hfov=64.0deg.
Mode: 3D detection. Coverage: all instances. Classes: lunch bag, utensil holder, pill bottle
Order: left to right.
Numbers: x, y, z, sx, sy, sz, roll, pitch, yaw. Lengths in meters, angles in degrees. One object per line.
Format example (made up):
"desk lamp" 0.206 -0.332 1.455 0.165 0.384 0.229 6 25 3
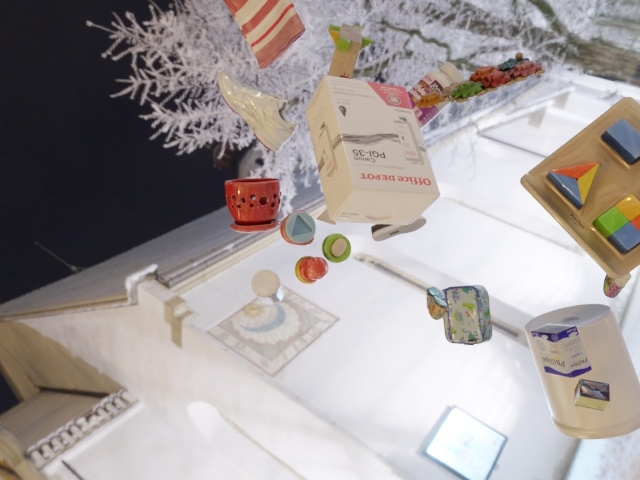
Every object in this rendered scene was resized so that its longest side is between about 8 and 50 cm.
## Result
"pill bottle" -0.239 0.226 2.391 0.130 0.130 0.245 -57 -12 -14
"pill bottle" 0.490 -0.645 2.290 0.301 0.169 0.169 -43 -24 10
"lunch bag" 0.533 0.275 1.892 0.090 0.176 0.219 -3 -94 -42
"utensil holder" 0.954 0.458 1.852 0.328 0.328 0.385 -19 -89 -56

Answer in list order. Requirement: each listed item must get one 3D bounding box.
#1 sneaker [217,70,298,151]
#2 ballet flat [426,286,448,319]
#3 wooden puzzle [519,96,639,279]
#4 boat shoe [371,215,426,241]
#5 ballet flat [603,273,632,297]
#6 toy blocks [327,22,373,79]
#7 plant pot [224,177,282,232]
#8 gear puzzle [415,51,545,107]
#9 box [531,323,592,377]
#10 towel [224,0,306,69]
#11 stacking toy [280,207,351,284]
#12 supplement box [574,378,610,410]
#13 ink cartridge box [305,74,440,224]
"sneaker" -0.196 -0.434 1.630 0.152 0.305 0.114 -41 5 17
"ballet flat" 0.373 0.208 1.683 0.067 0.073 0.206 -66 -6 13
"wooden puzzle" 0.699 -0.134 1.171 0.348 0.322 0.080 -37 -19 1
"boat shoe" 0.313 -0.065 2.087 0.229 0.076 0.080 -21 -35 8
"ballet flat" 1.068 0.105 1.809 0.221 0.077 0.079 -53 7 -24
"toy blocks" 0.096 -0.769 2.217 0.381 0.191 0.261 -81 7 -56
"plant pot" -0.220 -0.120 1.724 0.191 0.191 0.174 -19 -72 -55
"gear puzzle" 0.421 -0.441 1.415 0.175 0.339 0.044 -98 -13 -61
"box" 0.709 0.324 1.514 0.072 0.137 0.126 -19 -2 -13
"towel" -0.198 -0.768 1.688 0.237 0.329 0.037 -27 2 44
"stacking toy" 0.000 0.000 2.111 0.280 0.309 0.130 -24 2 -22
"supplement box" 0.834 0.475 1.575 0.083 0.083 0.056 74 -150 -49
"ink cartridge box" 0.103 -0.185 1.057 0.207 0.283 0.117 1 -28 -25
